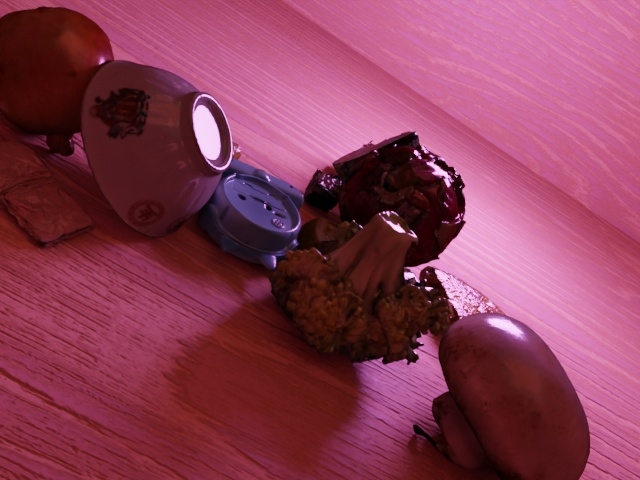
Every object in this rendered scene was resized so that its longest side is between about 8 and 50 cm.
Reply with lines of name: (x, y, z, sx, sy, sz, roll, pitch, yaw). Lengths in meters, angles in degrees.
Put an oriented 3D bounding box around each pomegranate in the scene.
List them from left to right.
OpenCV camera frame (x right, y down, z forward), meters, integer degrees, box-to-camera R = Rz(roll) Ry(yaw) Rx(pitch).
pomegranate: (-0.497, -0.293, 1.252, 0.229, 0.270, 0.252, -12, 17, -24)

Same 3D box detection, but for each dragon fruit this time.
dragon fruit: (0.199, -0.082, 1.645, 0.329, 0.329, 0.329, 28, 29, -17)

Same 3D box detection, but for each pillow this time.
pillow: (-0.491, -0.087, 1.135, 0.232, 0.043, 0.126, 46, 34, 12)

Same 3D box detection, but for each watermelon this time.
watermelon: (0.168, -0.208, 1.858, 0.224, 0.180, 0.305, 18, -9, -23)

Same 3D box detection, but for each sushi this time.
sushi: (0.006, -0.124, 1.711, 0.084, 0.094, 0.098, 27, 45, -12)

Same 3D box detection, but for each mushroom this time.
mushroom: (0.325, 0.318, 1.263, 0.362, 0.295, 0.362, 59, 8, -14)

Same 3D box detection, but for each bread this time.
bread: (-0.004, -0.002, 1.498, 0.156, 0.103, 0.110, 7, 45, -54)

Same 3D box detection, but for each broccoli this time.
broccoli: (0.074, 0.063, 1.296, 0.348, 0.281, 0.293, 19, 34, -26)

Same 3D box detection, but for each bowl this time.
bowl: (-0.262, -0.182, 1.235, 0.337, 0.158, 0.337, -9, 90, -69)

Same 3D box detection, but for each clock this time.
clock: (-0.137, -0.050, 1.396, 0.224, 0.094, 0.274, 22, 30, -21)

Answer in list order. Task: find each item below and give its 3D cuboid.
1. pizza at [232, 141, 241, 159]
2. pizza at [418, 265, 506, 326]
pizza: (-0.339, -0.270, 1.518, 0.365, 0.074, 0.182, 27, 52, -27)
pizza: (0.360, 0.193, 1.642, 0.335, 0.086, 0.226, 41, 32, 12)
